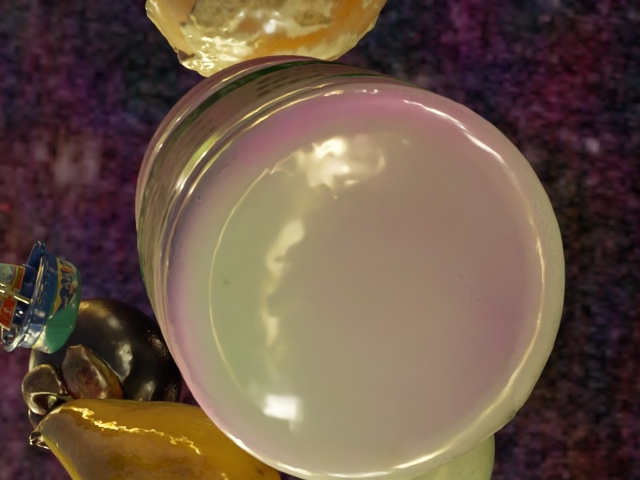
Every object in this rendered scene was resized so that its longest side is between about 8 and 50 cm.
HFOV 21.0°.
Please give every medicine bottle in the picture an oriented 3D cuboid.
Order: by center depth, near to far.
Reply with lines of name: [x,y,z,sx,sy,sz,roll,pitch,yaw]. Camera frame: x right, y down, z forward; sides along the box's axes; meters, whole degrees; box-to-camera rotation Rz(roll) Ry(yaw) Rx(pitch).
medicine bottle: [0.000,0.000,1.014,0.325,0.212,0.212,-131,51,-77]

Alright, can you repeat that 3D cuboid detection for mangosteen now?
mangosteen: [-0.300,0.192,2.255,0.211,0.250,0.211,15,123,26]

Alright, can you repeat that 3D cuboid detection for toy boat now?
toy boat: [-0.250,0.045,1.387,0.091,0.110,0.175,-67,15,5]

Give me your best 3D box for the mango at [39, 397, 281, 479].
mango: [-0.162,0.229,1.751,0.316,0.176,0.119,19,119,39]

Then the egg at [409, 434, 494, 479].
egg: [0.097,0.259,1.973,0.253,0.186,0.186,-57,45,34]

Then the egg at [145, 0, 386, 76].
egg: [-0.034,-0.230,1.394,0.233,0.195,0.195,-40,47,0]
